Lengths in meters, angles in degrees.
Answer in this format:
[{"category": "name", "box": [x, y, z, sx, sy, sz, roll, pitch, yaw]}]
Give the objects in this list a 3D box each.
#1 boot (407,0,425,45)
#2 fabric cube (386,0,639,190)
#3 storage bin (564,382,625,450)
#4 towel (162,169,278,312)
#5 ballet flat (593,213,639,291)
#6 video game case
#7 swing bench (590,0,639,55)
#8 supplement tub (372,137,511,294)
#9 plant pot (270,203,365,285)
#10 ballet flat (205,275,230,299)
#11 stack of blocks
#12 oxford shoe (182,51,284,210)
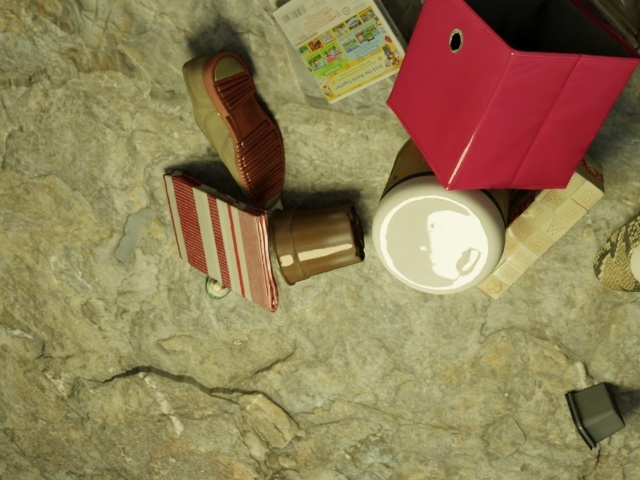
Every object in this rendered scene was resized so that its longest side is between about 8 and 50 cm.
[{"category": "boot", "box": [0.189, -0.408, 1.437, 0.213, 0.077, 0.165, -19, 114, 20]}, {"category": "fabric cube", "box": [0.297, -0.258, 1.327, 0.259, 0.254, 0.258, -3, 135, -26]}, {"category": "storage bin", "box": [0.604, 0.380, 1.777, 0.091, 0.135, 0.098, -31, 108, 19]}, {"category": "towel", "box": [-0.213, -0.004, 1.734, 0.329, 0.037, 0.237, 26, 132, 40]}, {"category": "ballet flat", "box": [0.703, -0.019, 1.466, 0.164, 0.182, 0.483, 44, 122, -14]}, {"category": "video game case", "box": [0.039, -0.371, 1.476, 0.227, 0.026, 0.206, -16, 114, 50]}, {"category": "swing bench", "box": [0.515, -0.469, 1.259, 0.253, 0.165, 0.255, 43, 128, -13]}, {"category": "supplement tub", "box": [0.230, -0.076, 1.483, 0.228, 0.316, 0.228, 8, 124, 12]}, {"category": "plant pot", "box": [0.000, 0.000, 1.700, 0.165, 0.167, 0.167, -10, 118, 14]}, {"category": "ballet flat", "box": [-0.221, 0.081, 1.863, 0.070, 0.070, 0.188, 32, 124, -4]}, {"category": "stack of blocks", "box": [0.396, -0.049, 1.542, 0.087, 0.171, 0.297, 35, 123, -7]}, {"category": "oxford shoe", "box": [-0.173, -0.220, 1.656, 0.130, 0.123, 0.348, 11, 129, 41]}]
